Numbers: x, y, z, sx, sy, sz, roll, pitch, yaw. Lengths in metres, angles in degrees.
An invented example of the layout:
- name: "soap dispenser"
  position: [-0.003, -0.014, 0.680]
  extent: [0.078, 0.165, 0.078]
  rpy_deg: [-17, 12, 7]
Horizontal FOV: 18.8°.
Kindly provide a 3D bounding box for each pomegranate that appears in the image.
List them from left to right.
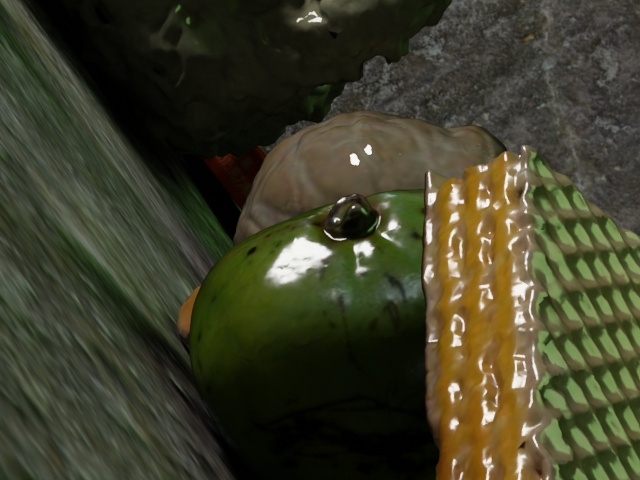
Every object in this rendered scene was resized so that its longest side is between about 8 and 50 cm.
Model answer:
- name: "pomegranate"
  position: [0.030, 0.073, 0.786]
  extent: [0.131, 0.152, 0.191]
  rpy_deg: [65, 12, -70]

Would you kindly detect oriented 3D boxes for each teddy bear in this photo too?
- name: "teddy bear"
  position: [-0.112, -0.226, 1.345]
  extent: [0.367, 0.224, 0.357]
  rpy_deg: [53, -12, -1]

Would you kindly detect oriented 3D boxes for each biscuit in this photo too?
- name: "biscuit"
  position: [0.078, 0.106, 0.603]
  extent: [0.094, 0.054, 0.379]
  rpy_deg: [40, 32, -25]

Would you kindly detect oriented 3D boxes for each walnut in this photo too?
- name: "walnut"
  position: [0.047, 0.021, 1.167]
  extent: [0.224, 0.224, 0.224]
  rpy_deg: [55, 2, -3]

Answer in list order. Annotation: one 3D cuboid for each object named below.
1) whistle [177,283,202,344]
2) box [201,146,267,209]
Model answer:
- name: "whistle"
  position: [0.005, 0.095, 0.932]
  extent: [0.220, 0.057, 0.107]
  rpy_deg: [48, 6, -38]
- name: "box"
  position: [-0.069, -0.067, 1.654]
  extent: [0.273, 0.048, 0.265]
  rpy_deg: [50, -1, 29]
